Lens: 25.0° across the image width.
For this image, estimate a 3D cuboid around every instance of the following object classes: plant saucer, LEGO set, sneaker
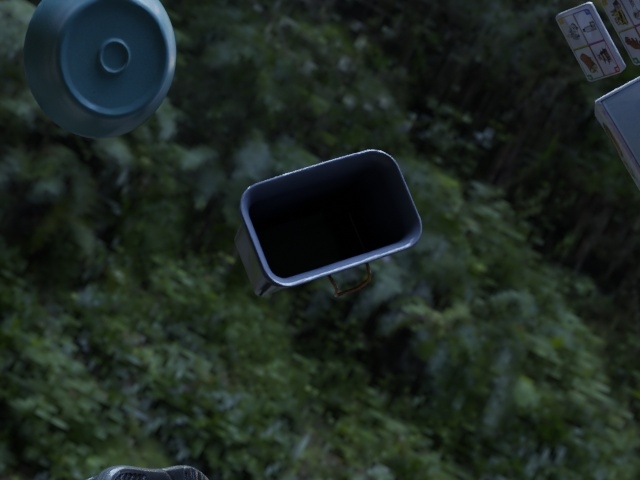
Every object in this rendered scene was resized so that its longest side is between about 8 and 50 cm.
[{"bbox_3d":[-0.150,-0.130,1.021,0.119,0.119,0.021,37,-12,-34],"label":"plant saucer"},{"bbox_3d":[0.271,-0.284,1.367,0.182,0.060,0.244,-16,-71,56],"label":"LEGO set"},{"bbox_3d":[-0.209,0.302,1.613,0.130,0.087,0.227,-18,-19,29],"label":"sneaker"}]

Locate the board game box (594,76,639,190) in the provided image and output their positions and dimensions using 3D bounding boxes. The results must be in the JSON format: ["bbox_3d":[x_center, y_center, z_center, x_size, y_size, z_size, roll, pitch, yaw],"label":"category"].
[{"bbox_3d":[0.420,-0.043,1.072,0.318,0.318,0.066,62,7,9],"label":"board game box"}]

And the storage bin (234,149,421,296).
[{"bbox_3d":[0.000,0.000,1.138,0.098,0.135,0.091,68,-21,10],"label":"storage bin"}]
